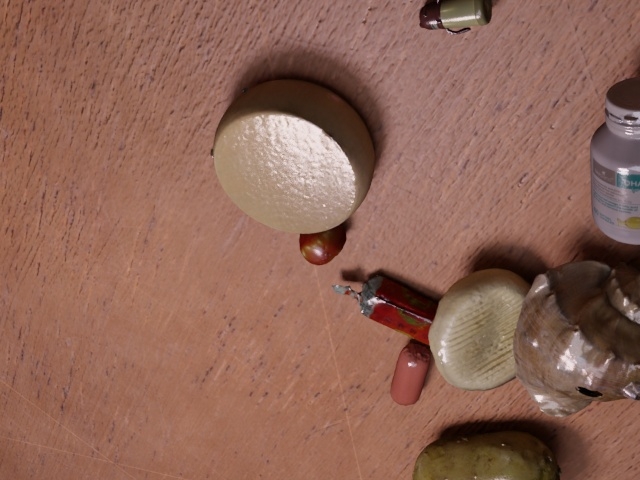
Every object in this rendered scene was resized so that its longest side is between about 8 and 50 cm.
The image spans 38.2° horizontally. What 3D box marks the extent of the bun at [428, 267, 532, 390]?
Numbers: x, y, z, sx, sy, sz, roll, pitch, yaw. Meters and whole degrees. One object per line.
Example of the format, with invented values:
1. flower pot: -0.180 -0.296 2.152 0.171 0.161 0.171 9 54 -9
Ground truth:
1. bun: 0.277 0.147 1.589 0.222 0.127 0.223 -4 113 -10

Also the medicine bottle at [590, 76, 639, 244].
1. medicine bottle: 0.447 -0.113 1.291 0.135 0.135 0.215 3 131 21

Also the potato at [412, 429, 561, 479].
1. potato: 0.330 0.476 1.839 0.307 0.173 0.210 -3 130 28

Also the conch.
1. conch: 0.435 0.164 1.463 0.263 0.186 0.324 26 108 -2

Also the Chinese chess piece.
1. Chinese chess piece: -0.044 -0.135 1.505 0.273 0.102 0.273 11 134 12

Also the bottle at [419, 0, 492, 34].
1. bottle: 0.185 -0.319 1.286 0.101 0.047 0.063 -2 101 30

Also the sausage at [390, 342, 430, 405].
1. sausage: 0.174 0.259 1.789 0.062 0.062 0.154 17 134 8

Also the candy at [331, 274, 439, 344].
1. candy: 0.158 0.130 1.683 0.292 0.059 0.086 24 135 2

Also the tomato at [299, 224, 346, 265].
1. tomato: 0.000 0.000 1.618 0.075 0.087 0.087 45 131 -16
